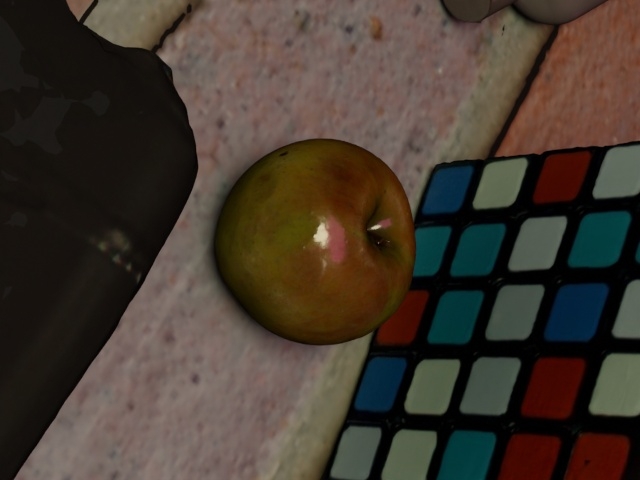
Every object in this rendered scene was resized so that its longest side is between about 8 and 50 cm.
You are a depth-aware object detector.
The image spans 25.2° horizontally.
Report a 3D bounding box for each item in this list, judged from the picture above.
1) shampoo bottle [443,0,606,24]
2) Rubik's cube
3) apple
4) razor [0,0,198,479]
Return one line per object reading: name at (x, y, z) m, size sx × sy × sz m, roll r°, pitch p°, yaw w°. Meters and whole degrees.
shampoo bottle at (0.126, -0.157, 0.758) m, size 0.165 × 0.040 × 0.080 m, roll -32°, pitch 110°, yaw -39°
Rubik's cube at (0.143, 0.076, 0.666) m, size 0.184 × 0.182 × 0.187 m, roll 38°, pitch 63°, yaw -34°
apple at (0.000, 0.000, 0.616) m, size 0.089 × 0.074 × 0.089 m, roll 4°, pitch 84°, yaw -43°
razor at (-0.175, 0.044, 0.438) m, size 0.189 × 0.107 × 0.327 m, roll 45°, pitch 61°, yaw -31°
